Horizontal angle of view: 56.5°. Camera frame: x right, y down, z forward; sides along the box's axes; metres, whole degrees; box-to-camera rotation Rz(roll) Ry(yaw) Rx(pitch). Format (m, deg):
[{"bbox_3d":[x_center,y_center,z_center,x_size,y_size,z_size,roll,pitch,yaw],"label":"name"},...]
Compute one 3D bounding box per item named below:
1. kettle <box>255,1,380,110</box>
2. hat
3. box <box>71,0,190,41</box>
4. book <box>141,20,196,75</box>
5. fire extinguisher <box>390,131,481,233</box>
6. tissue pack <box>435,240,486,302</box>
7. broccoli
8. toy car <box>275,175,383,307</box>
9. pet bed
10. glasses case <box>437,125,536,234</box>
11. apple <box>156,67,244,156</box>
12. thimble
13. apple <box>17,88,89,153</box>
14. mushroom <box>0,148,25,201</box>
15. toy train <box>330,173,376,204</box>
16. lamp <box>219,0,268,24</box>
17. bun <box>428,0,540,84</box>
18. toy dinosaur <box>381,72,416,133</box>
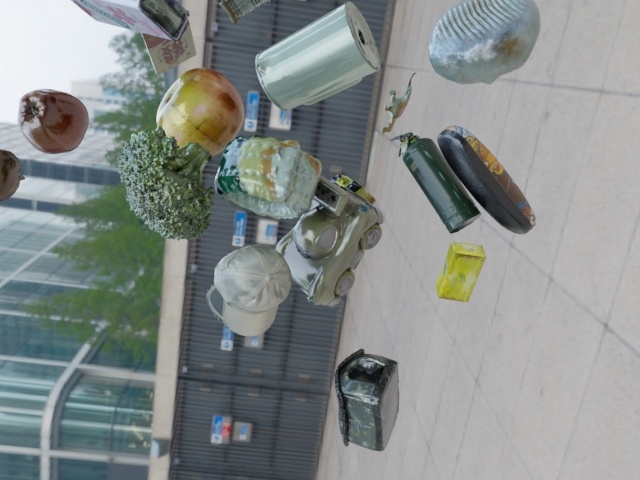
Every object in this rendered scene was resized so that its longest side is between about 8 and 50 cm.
[{"bbox_3d":[0.001,-0.533,1.763,0.205,0.317,0.265,64,-155,-10],"label":"kettle"},{"bbox_3d":[-0.174,0.144,1.581,0.161,0.231,0.275,50,140,48],"label":"hat"},{"bbox_3d":[-0.572,-0.700,1.743,0.112,0.369,0.190,-67,-26,-4],"label":"box"},{"bbox_3d":[-0.501,-0.657,1.986,0.022,0.162,0.232,55,167,14],"label":"book"},{"bbox_3d":[0.289,-0.166,1.539,0.311,0.095,0.114,62,141,15],"label":"fire extinguisher"},{"bbox_3d":[0.407,0.093,1.734,0.062,0.095,0.176,-84,5,-53],"label":"tissue pack"},{"bbox_3d":[-0.392,-0.148,1.521,0.260,0.235,0.288,-104,17,-46],"label":"broccoli"},{"bbox_3d":[0.000,0.000,1.732,0.242,0.226,0.336,37,100,37],"label":"toy car"},{"bbox_3d":[0.107,0.402,1.524,0.183,0.159,0.211,-55,-36,-49],"label":"pet bed"},{"bbox_3d":[0.395,-0.140,1.415,0.082,0.321,0.122,-44,14,-6],"label":"glasses case"},{"bbox_3d":[-0.376,-0.397,1.885,0.286,0.233,0.286,-36,35,31],"label":"apple"},{"bbox_3d":[-0.136,-0.164,1.568,0.288,0.254,0.167,-2,70,59],"label":"thimble"},{"bbox_3d":[-0.925,-0.409,2.055,0.234,0.233,0.234,-173,90,-86],"label":"apple"},{"bbox_3d":[-0.795,-0.161,1.490,0.170,0.080,0.135,-61,-10,-84],"label":"mushroom"},{"bbox_3d":[0.103,-0.167,2.072,0.219,0.089,0.127,43,172,37],"label":"toy train"},{"bbox_3d":[-0.180,-0.822,1.940,0.090,0.325,0.089,54,-138,-26],"label":"lamp"},{"bbox_3d":[0.535,-0.648,1.936,0.211,0.361,0.362,50,-150,-38],"label":"bun"},{"bbox_3d":[0.288,-0.479,2.101,0.212,0.057,0.142,-41,-32,-22],"label":"toy dinosaur"}]
